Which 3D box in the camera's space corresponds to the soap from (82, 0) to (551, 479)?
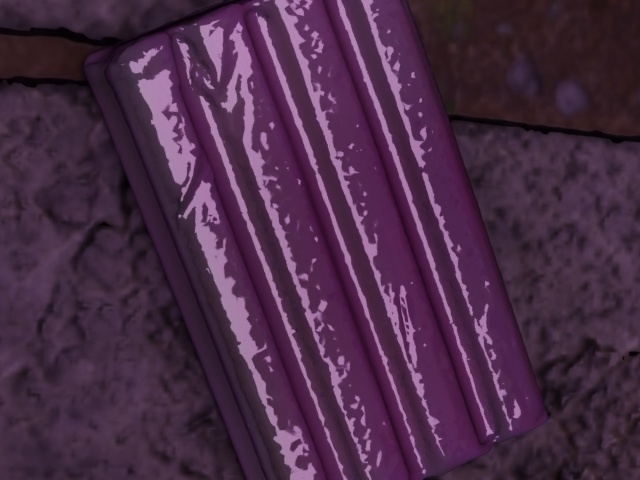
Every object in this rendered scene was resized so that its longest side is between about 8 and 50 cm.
[{"bbox_3d":[0.000,0.000,0.551,0.122,0.065,0.203,-23,100,-17],"label":"soap"}]
